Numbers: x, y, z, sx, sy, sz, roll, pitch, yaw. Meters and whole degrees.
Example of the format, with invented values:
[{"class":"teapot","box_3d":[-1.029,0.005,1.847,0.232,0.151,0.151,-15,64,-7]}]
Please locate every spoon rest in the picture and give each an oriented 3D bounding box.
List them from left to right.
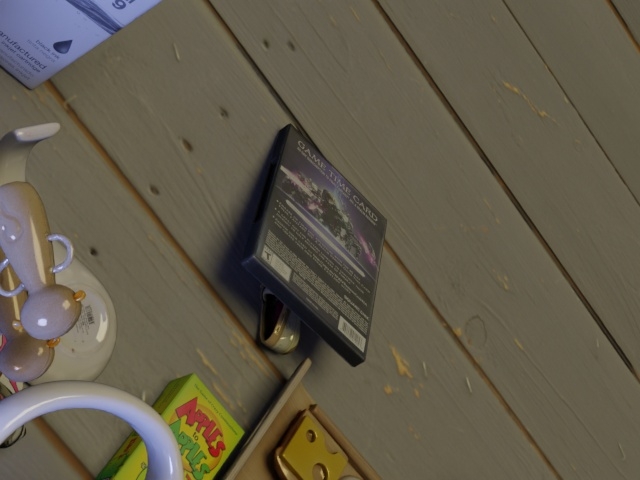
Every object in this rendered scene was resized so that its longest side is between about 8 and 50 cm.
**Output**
[{"class":"spoon rest","box_3d":[-0.282,0.021,1.365,0.137,0.084,0.276,-16,98,-45]}]

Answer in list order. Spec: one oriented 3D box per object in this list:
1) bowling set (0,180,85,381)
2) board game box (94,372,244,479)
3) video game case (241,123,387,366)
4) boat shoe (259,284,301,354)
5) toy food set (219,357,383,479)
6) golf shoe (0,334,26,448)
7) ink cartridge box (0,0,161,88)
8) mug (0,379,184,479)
[{"class":"bowling set","box_3d":[-0.292,0.084,1.103,0.154,0.287,0.200,68,12,15]},{"class":"board game box","box_3d":[-0.163,0.236,1.403,0.092,0.043,0.181,51,46,-16]},{"class":"video game case","box_3d":[0.000,0.000,1.623,0.196,0.026,0.274,44,31,-23]},{"class":"boat shoe","box_3d":[-0.048,0.066,1.581,0.045,0.050,0.135,23,59,-43]},{"class":"toy food set","box_3d":[0.025,0.313,1.520,0.306,0.092,0.220,51,46,-17]},{"class":"golf shoe","box_3d":[-0.331,0.112,1.286,0.086,0.067,0.186,36,38,-71]},{"class":"ink cartridge box","box_3d":[-0.273,-0.306,1.339,0.211,0.289,0.121,40,49,-26]},{"class":"mug","box_3d":[-0.232,0.302,1.116,0.328,0.276,0.374,15,87,-35]}]
